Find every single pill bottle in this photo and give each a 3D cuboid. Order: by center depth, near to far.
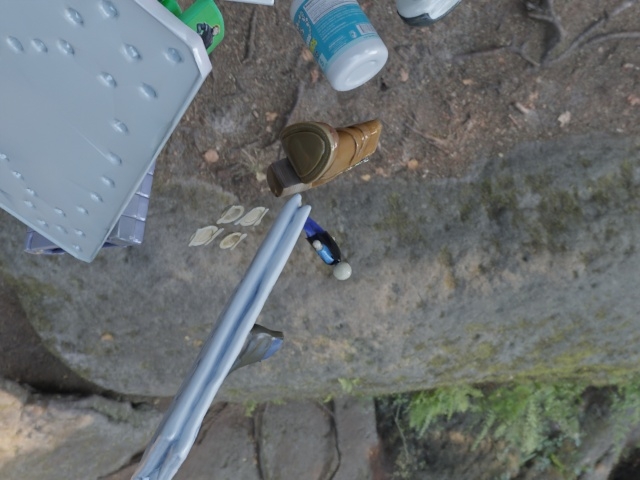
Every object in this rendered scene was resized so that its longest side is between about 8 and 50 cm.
[{"bbox_3d":[0.027,-0.479,1.260,0.146,0.264,0.146,-29,170,-5],"label":"pill bottle"}]

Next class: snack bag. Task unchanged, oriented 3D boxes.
[{"bbox_3d":[-0.132,0.147,0.684,0.037,0.323,0.342,29,140,-6],"label":"snack bag"}]

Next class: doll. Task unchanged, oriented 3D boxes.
[{"bbox_3d":[0.000,0.000,1.144,0.046,0.189,0.129,-42,168,14],"label":"doll"}]

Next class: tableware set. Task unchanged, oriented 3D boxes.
[{"bbox_3d":[-0.192,-0.028,1.200,0.141,0.020,0.168,-42,158,21],"label":"tableware set"}]

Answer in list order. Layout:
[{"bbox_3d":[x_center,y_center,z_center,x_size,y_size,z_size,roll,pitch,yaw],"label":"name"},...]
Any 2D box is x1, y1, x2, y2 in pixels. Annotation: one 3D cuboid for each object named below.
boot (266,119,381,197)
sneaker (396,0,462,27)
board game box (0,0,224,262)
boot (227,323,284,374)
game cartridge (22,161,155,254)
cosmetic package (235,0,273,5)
[{"bbox_3d":[0.034,-0.171,1.051,0.220,0.109,0.283,-25,171,-23],"label":"boot"},{"bbox_3d":[0.219,-0.647,1.038,0.257,0.169,0.447,18,103,-46],"label":"sneaker"},{"bbox_3d":[-0.295,-0.166,0.424,0.390,0.050,0.390,38,146,-14],"label":"board game box"},{"bbox_3d":[-0.165,0.256,1.217,0.106,0.082,0.219,14,132,-25],"label":"boot"},{"bbox_3d":[-0.394,-0.095,0.967,0.355,0.230,0.068,-5,160,42],"label":"game cartridge"},{"bbox_3d":[-0.191,-0.521,0.929,0.224,0.138,0.224,-5,116,-26],"label":"cosmetic package"}]
